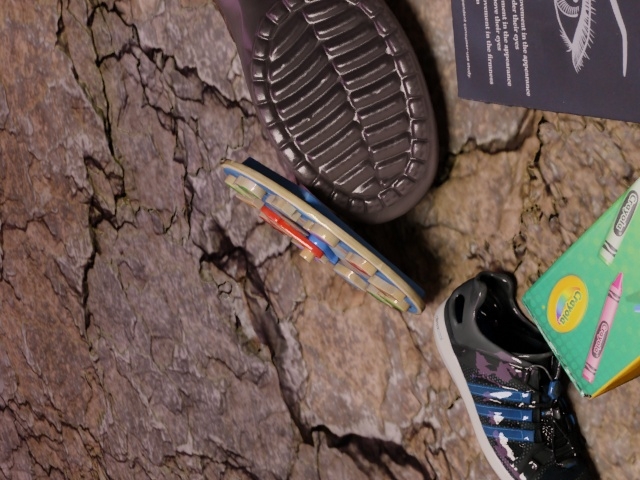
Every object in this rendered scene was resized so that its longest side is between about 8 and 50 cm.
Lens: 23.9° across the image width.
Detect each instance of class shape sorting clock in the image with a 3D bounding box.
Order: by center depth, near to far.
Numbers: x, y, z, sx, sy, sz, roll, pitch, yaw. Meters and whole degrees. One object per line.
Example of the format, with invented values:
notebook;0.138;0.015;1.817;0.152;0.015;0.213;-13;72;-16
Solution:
shape sorting clock;0.000;0.000;1.247;0.206;0.040;0.206;38;178;2

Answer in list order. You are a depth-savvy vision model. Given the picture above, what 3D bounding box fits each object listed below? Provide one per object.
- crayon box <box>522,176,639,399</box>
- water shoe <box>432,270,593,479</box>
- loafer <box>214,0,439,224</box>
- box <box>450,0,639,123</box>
crayon box;0.258;-0.024;0.872;0.081;0.165;0.278;59;144;17
water shoe;0.156;0.119;1.159;0.203;0.073;0.080;58;141;17
loafer;-0.010;-0.186;1.228;0.134;0.130;0.366;-27;88;10
box;0.187;-0.162;0.954;0.207;0.108;0.153;16;118;49
